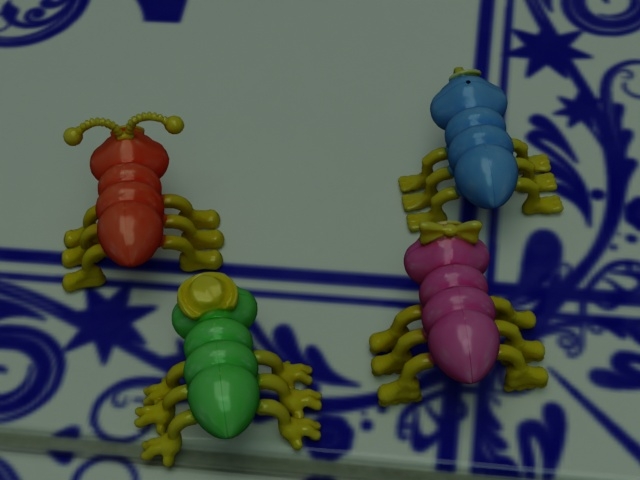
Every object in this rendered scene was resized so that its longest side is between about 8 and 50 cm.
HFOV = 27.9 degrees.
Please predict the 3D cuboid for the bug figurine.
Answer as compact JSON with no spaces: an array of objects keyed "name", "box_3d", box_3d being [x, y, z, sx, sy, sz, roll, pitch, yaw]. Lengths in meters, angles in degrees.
[{"name":"bug figurine","box_3d":[0.000,0.000,0.661,0.279,0.072,0.216,-10,51,-4]}]
